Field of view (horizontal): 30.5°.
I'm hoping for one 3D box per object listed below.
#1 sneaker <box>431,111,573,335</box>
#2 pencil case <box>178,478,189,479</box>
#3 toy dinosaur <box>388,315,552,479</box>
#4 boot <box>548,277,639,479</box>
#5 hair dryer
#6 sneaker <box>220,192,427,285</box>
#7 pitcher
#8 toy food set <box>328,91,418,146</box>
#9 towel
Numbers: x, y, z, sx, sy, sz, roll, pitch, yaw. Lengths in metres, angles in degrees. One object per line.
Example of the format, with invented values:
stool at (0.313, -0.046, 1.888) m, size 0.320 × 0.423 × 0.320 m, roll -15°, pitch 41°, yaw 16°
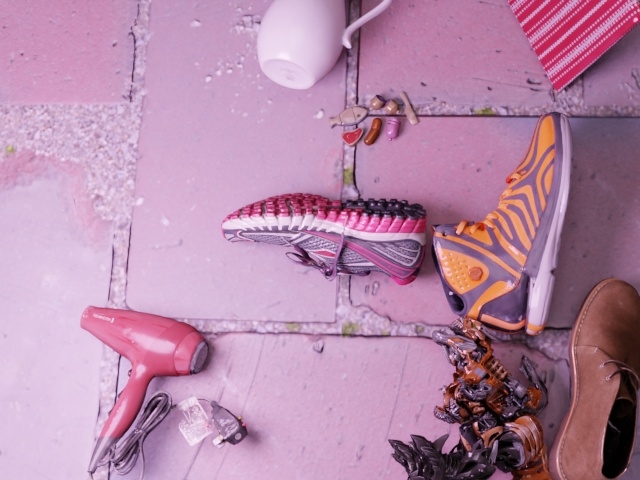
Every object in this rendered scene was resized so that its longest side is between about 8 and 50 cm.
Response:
sneaker at (0.249, -0.037, 1.638) m, size 0.180 × 0.124 × 0.321 m, roll 10°, pitch 78°, yaw 8°
pencil case at (-0.275, 0.426, 1.594) m, size 0.273 × 0.113 × 0.124 m, roll -22°, pitch 89°, yaw 1°
toy dinosaur at (0.224, 0.266, 1.561) m, size 0.218 × 0.164 × 0.322 m, roll -23°, pitch 60°, yaw -14°
boot at (0.391, 0.184, 1.549) m, size 0.112 × 0.115 × 0.305 m, roll 21°, pitch 67°, yaw -11°
hair dryer at (-0.255, 0.198, 1.638) m, size 0.223 × 0.080 × 0.293 m, roll -23°, pitch 59°, yaw -16°
sneaker at (0.000, 0.000, 1.669) m, size 0.299 × 0.121 × 0.112 m, roll 6°, pitch 107°, yaw 16°
pitcher at (0.007, -0.328, 1.740) m, size 0.178 × 0.125 × 0.207 m, roll 13°, pitch 68°, yaw 17°
toy food set at (0.079, -0.176, 1.747) m, size 0.122 × 0.019 × 0.078 m, roll -24°, pitch 75°, yaw 1°
towel at (0.346, -0.380, 1.692) m, size 0.031 × 0.199 × 0.275 m, roll -13°, pitch 71°, yaw -35°
